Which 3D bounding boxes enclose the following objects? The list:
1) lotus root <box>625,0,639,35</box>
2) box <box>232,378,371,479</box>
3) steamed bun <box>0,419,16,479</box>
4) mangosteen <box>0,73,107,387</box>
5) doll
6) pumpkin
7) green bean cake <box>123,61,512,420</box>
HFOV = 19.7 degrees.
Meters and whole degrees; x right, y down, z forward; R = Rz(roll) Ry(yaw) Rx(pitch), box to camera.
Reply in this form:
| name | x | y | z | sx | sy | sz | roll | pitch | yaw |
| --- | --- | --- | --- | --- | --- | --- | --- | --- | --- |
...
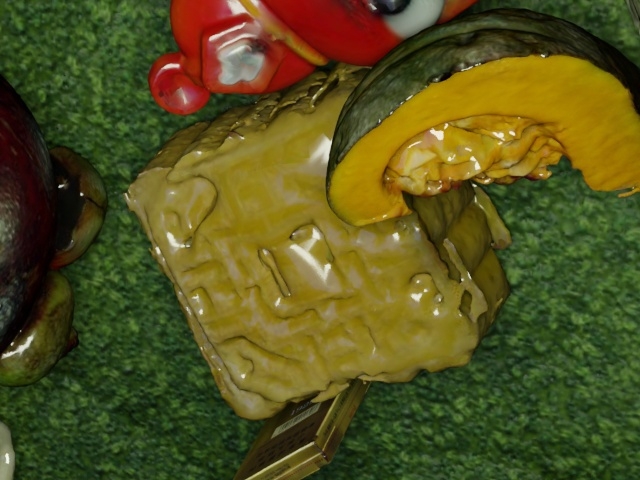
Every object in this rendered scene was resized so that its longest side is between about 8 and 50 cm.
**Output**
| name | x | y | z | sx | sy | sz | roll | pitch | yaw |
| --- | --- | --- | --- | --- | --- | --- | --- | --- | --- |
| lotus root | 0.243 | -0.190 | 1.128 | 0.144 | 0.070 | 0.143 | -27 | 145 | 14 |
| box | -0.013 | 0.141 | 1.373 | 0.090 | 0.133 | 0.023 | -31 | 104 | 28 |
| steamed bun | -0.438 | 0.232 | 1.508 | 0.339 | 0.247 | 0.352 | 23 | 124 | 10 |
| mangosteen | -0.309 | 0.002 | 1.327 | 0.300 | 0.300 | 0.300 | 8 | 117 | 17 |
| doll | 0.026 | -0.206 | 1.166 | 0.363 | 0.160 | 0.183 | -41 | 120 | 13 |
| pumpkin | 0.130 | -0.105 | 1.145 | 0.279 | 0.111 | 0.163 | -6 | 153 | -17 |
| green bean cake | 0.000 | 0.000 | 1.302 | 0.224 | 0.131 | 0.229 | -19 | 107 | 25 |
